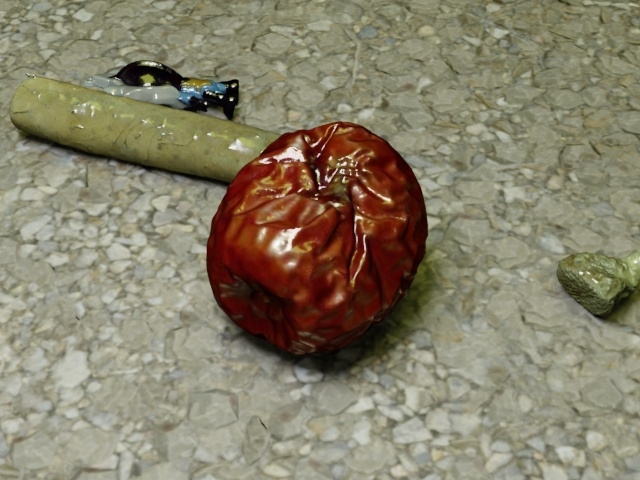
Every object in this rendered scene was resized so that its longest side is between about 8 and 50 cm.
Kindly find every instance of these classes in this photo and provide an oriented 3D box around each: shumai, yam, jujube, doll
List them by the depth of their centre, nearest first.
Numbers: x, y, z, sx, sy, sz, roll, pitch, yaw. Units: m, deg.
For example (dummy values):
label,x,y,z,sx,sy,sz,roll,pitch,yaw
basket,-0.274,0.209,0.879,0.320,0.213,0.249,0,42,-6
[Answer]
label,x,y,z,sx,sy,sz,roll,pitch,yaw
jujube,0.000,0.000,1.195,0.213,0.213,0.232,22,54,21
shumai,0.302,0.032,1.234,0.080,0.083,0.082,-42,94,-11
yam,-0.191,-0.123,1.398,0.371,0.083,0.083,15,47,12
doll,-0.201,-0.192,1.476,0.195,0.070,0.096,6,29,-3
